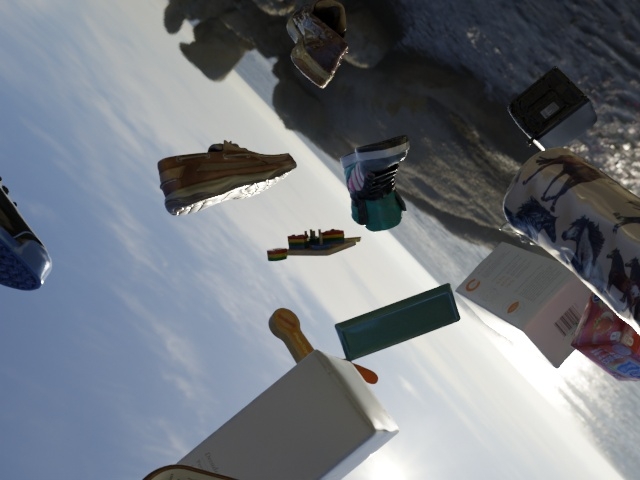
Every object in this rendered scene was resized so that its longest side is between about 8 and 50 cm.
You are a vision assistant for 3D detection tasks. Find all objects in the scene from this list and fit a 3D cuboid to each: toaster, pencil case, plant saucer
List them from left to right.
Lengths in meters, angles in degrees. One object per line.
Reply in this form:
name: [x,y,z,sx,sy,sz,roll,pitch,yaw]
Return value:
plant saucer: [0.122,0.129,0.827,0.018,0.192,0.067,-121,11,-78]
toaster: [0.599,-0.332,1.402,0.110,0.186,0.168,30,-150,-39]
pencil case: [0.475,0.022,0.862,0.160,0.183,0.410,-2,-142,-26]

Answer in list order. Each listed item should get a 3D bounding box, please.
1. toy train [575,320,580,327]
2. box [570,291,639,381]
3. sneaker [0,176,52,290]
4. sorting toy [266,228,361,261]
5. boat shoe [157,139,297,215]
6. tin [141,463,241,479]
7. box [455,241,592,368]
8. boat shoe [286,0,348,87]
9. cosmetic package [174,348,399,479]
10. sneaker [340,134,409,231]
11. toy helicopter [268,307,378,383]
toy train: [0.640,0.228,1.299,0.083,0.017,0.023,48,-140,-25]
box: [0.609,0.129,1.029,0.128,0.257,0.122,36,157,-7]
sneaker: [-0.313,-0.058,0.463,0.232,0.081,0.090,55,-144,-31]
sorting toy: [0.000,0.000,1.270,0.274,0.132,0.046,-18,-76,-56]
boat shoe: [-0.175,-0.145,1.062,0.324,0.123,0.116,-22,-93,-48]
tin: [-0.111,0.300,0.561,0.190,0.040,0.106,22,-152,-15]
box: [0.576,0.165,1.493,0.168,0.215,0.345,45,179,-19]
boat shoe: [0.009,-0.444,1.130,0.123,0.123,0.342,34,-151,-23]
cosmetic package: [-0.104,0.395,0.897,0.161,0.453,0.230,52,-178,25]
sneaker: [0.122,-0.108,1.102,0.295,0.124,0.178,-169,62,-81]
toy helicopter: [-0.005,0.317,1.356,0.235,0.140,0.355,-17,-115,-45]
